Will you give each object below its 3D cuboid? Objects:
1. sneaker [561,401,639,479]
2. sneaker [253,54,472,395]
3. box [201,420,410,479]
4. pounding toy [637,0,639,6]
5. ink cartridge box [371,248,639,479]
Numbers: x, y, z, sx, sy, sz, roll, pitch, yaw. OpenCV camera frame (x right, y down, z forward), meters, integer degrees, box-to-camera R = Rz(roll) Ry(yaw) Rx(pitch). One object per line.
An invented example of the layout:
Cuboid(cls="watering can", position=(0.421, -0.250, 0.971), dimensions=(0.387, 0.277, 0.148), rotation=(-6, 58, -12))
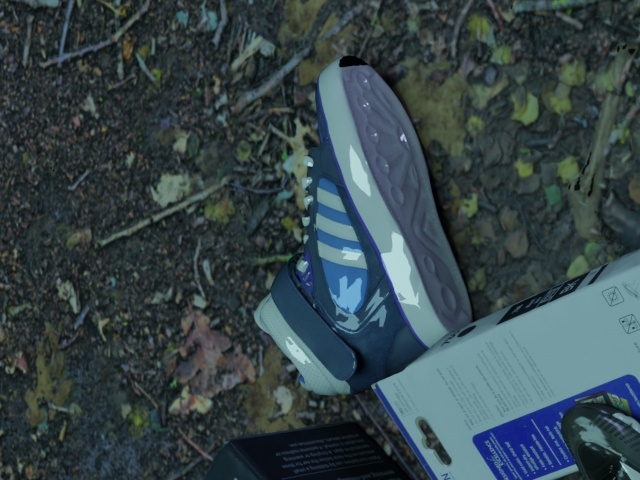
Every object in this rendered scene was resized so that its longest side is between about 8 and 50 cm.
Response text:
Cuboid(cls="sneaker", position=(0.290, 0.251, 1.764), dimensions=(0.078, 0.106, 0.234), rotation=(-37, 90, 36))
Cuboid(cls="sneaker", position=(0.000, 0.000, 2.017), dimensions=(0.236, 0.130, 0.323), rotation=(-25, 83, 32))
Cuboid(cls="box", position=(0.026, 0.422, 1.967), dimensions=(0.395, 0.212, 0.293), rotation=(45, 118, 30))
Cuboid(cls="pounding toy", position=(0.341, -0.267, 1.708), dimensions=(0.181, 0.094, 0.206), rotation=(-46, 62, 59))
Cuboid(cls="ink cartridge box", position=(0.220, 0.134, 1.852), dimensions=(0.332, 0.065, 0.165), rotation=(-26, 101, 35))
